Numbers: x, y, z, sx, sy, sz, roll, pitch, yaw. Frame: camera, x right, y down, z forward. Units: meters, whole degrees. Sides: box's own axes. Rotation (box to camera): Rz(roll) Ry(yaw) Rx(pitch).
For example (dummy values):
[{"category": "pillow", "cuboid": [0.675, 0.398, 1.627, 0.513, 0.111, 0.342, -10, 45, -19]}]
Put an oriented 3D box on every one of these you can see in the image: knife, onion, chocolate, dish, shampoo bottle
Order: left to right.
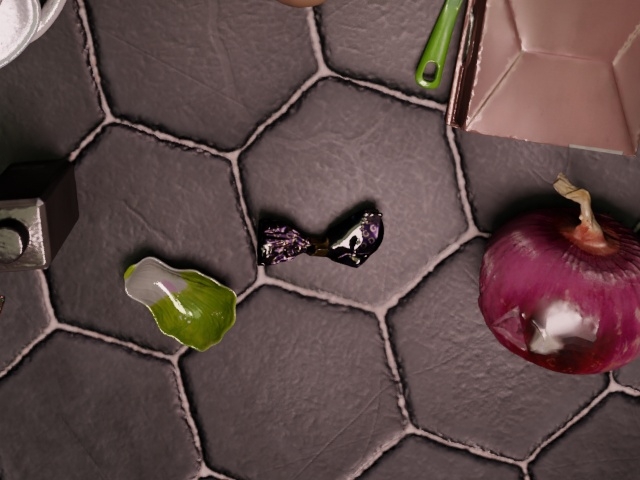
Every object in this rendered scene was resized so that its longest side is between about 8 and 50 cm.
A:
[{"category": "shampoo bottle", "cuboid": [-0.319, -0.025, 1.848, 0.080, 0.246, 0.079, -5, 104, 2]}, {"category": "dish", "cuboid": [-0.162, 0.063, 1.978, 0.137, 0.039, 0.091, 32, 108, -7]}, {"category": "chocolate", "cuboid": [-0.001, 0.003, 1.947, 0.147, 0.070, 0.072, -1, 133, 2]}, {"category": "knife", "cuboid": [0.146, -0.247, 1.895, 0.078, 0.022, 0.166, 18, 104, -7]}, {"category": "onion", "cuboid": [0.275, 0.063, 1.884, 0.207, 0.200, 0.200, 38, 103, -15]}]

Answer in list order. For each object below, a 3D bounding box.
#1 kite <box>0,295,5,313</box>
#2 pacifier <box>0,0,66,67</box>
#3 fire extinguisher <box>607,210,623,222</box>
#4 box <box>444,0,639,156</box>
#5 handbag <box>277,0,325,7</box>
[{"category": "kite", "cuboid": [-0.449, 0.111, 2.009, 0.183, 0.010, 0.160, -21, 104, 7]}, {"category": "pacifier", "cuboid": [-0.363, -0.294, 1.800, 0.227, 0.207, 0.279, 5, 107, -19]}, {"category": "fire extinguisher", "cuboid": [0.365, 0.027, 1.961, 0.132, 0.039, 0.056, 38, 94, -9]}, {"category": "box", "cuboid": [0.261, -0.210, 1.862, 0.215, 0.086, 0.215, 8, 105, -8]}, {"category": "handbag", "cuboid": [0.005, -0.422, 1.788, 0.302, 0.149, 0.283, -37, 100, 12]}]
